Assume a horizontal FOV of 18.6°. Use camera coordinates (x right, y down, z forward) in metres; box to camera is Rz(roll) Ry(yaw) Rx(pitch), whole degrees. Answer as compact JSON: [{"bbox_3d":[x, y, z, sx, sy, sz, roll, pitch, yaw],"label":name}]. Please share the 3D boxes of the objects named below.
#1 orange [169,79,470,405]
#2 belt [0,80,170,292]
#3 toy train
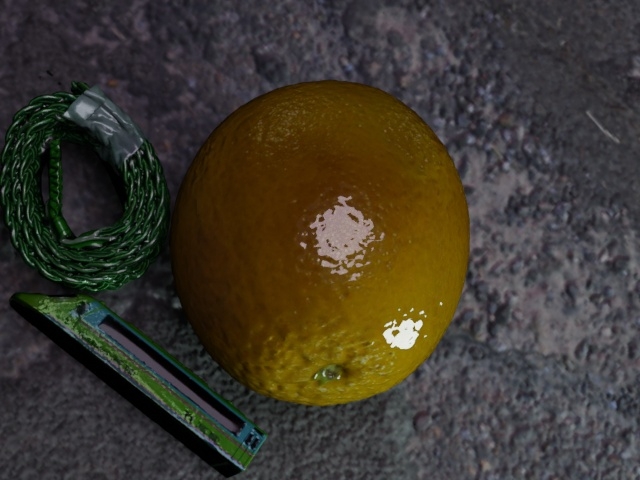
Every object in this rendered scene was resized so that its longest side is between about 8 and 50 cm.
[{"bbox_3d":[0.000,0.000,1.408,0.236,0.236,0.236,5,74,-19],"label":"orange"},{"bbox_3d":[-0.172,-0.037,1.424,0.121,0.079,0.151,-19,84,-2],"label":"belt"},{"bbox_3d":[-0.132,0.092,1.428,0.209,0.044,0.042,39,67,-6],"label":"toy train"}]
